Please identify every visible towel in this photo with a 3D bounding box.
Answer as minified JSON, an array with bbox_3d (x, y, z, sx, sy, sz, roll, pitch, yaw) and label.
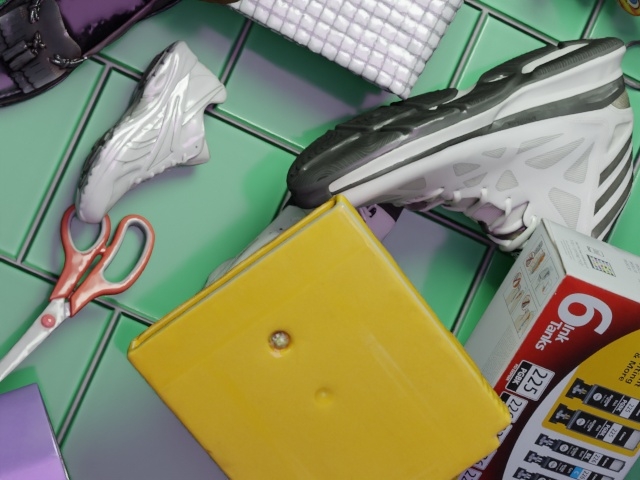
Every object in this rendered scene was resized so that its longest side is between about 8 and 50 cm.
[{"bbox_3d":[0.028,-0.319,1.799,0.283,0.121,0.235,27,93,-4],"label":"towel"}]

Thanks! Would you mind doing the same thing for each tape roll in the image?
[{"bbox_3d":[-0.313,0.254,1.727,0.080,0.189,0.189,-17,95,-10],"label":"tape roll"}]

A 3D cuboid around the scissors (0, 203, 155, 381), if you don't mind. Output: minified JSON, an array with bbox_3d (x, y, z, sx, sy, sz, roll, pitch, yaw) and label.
[{"bbox_3d":[-0.279,0.081,1.757,0.109,0.021,0.297,28,60,-7],"label":"scissors"}]

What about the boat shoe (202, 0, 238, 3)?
[{"bbox_3d":[-0.178,-0.369,1.713,0.342,0.123,0.123,32,68,33],"label":"boat shoe"}]

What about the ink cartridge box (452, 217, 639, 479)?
[{"bbox_3d":[0.301,0.170,1.806,0.272,0.130,0.309,20,116,-17],"label":"ink cartridge box"}]

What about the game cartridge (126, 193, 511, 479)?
[{"bbox_3d":[0.004,0.155,1.696,0.285,0.053,0.324,-35,107,11],"label":"game cartridge"}]

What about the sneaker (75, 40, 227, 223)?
[{"bbox_3d":[-0.183,-0.104,1.794,0.115,0.090,0.232,36,83,-15],"label":"sneaker"}]

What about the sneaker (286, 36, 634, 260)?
[{"bbox_3d":[0.187,-0.046,1.786,0.447,0.169,0.257,-22,105,-25],"label":"sneaker"}]

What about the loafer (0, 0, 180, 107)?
[{"bbox_3d":[-0.269,-0.249,1.769,0.302,0.095,0.109,-32,99,-9],"label":"loafer"}]

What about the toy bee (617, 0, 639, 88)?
[{"bbox_3d":[0.368,-0.329,1.841,0.298,0.162,0.195,44,83,-17],"label":"toy bee"}]

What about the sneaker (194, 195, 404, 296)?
[{"bbox_3d":[0.000,0.000,1.807,0.122,0.146,0.330,44,82,-8],"label":"sneaker"}]
